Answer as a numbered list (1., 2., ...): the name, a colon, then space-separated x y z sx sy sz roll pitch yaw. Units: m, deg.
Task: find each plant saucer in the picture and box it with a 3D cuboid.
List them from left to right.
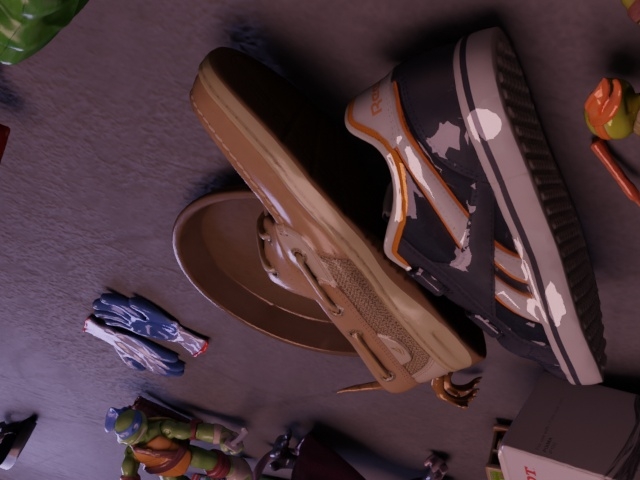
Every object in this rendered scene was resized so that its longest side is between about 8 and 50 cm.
1. plant saucer: -0.016 0.030 0.883 0.277 0.041 0.278 15 147 10

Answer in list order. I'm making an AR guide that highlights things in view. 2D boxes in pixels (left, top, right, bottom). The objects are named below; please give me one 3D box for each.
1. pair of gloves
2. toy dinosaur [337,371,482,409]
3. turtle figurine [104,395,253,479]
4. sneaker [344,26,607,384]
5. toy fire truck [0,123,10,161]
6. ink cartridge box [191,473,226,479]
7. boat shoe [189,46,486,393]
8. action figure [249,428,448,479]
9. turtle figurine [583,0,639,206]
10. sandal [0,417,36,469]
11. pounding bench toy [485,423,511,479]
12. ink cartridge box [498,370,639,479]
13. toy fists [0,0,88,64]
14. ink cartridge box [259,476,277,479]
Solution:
1. pair of gloves: -0.243 0.133 1.170 0.159 0.023 0.198 29 145 -12
2. toy dinosaur: 0.119 0.142 0.967 0.112 0.064 0.211 40 137 4
3. turtle figurine: -0.202 0.374 1.324 0.274 0.198 0.266 12 155 34
4. sneaker: 0.128 -0.008 0.670 0.127 0.126 0.321 -14 124 26
5. toy fire truck: -0.304 -0.144 0.738 0.047 0.135 0.192 20 108 2
6. ink cartridge box: -0.213 0.464 1.619 0.115 0.029 0.063 1 142 30
7. boat shoe: 0.000 0.000 0.703 0.110 0.122 0.341 -32 110 23
8. action figure: 0.075 0.438 1.229 0.370 0.248 0.276 30 147 -8
9. turtle figurine: 0.247 -0.094 0.517 0.217 0.087 0.269 -3 140 32
10. sandal: -0.623 0.396 1.684 0.054 0.097 0.254 36 144 -21
11. pounding bench toy: 0.237 0.270 1.062 0.052 0.065 0.083 5 144 21
12. ink cartridge box: 0.346 0.267 0.881 0.282 0.117 0.207 12 138 36
13. toy fists: -0.156 -0.211 0.521 0.096 0.142 0.279 35 144 -20
14. ink cartridge box: 0.015 0.518 1.492 0.272 0.115 0.198 4 143 24
